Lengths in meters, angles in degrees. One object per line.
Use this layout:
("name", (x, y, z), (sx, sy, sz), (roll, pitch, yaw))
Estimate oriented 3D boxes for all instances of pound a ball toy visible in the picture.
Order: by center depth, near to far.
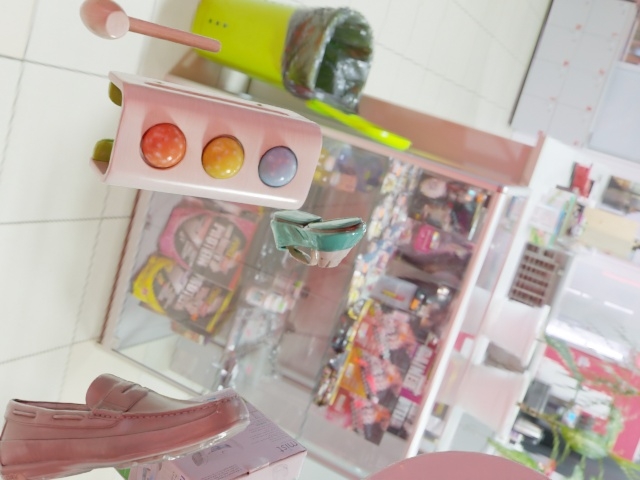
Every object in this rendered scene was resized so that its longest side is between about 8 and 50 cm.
("pound a ball toy", (-0.150, -0.159, 0.947), (0.319, 0.136, 0.208), (7, 109, -34))

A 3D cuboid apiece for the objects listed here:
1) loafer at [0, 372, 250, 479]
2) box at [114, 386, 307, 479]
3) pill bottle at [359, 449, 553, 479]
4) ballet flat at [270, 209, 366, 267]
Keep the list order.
("loafer", (-0.237, 0.208, 0.875), (0.112, 0.319, 0.111), (32, 47, -73))
("box", (-0.199, 0.403, 1.392), (0.262, 0.231, 0.127), (-6, 120, -50))
("pill bottle", (0.083, 0.290, 0.520), (0.229, 0.229, 0.408), (-57, 160, -26))
("ballet flat", (0.000, 0.000, 1.234), (0.083, 0.247, 0.087), (-15, 103, -30))
